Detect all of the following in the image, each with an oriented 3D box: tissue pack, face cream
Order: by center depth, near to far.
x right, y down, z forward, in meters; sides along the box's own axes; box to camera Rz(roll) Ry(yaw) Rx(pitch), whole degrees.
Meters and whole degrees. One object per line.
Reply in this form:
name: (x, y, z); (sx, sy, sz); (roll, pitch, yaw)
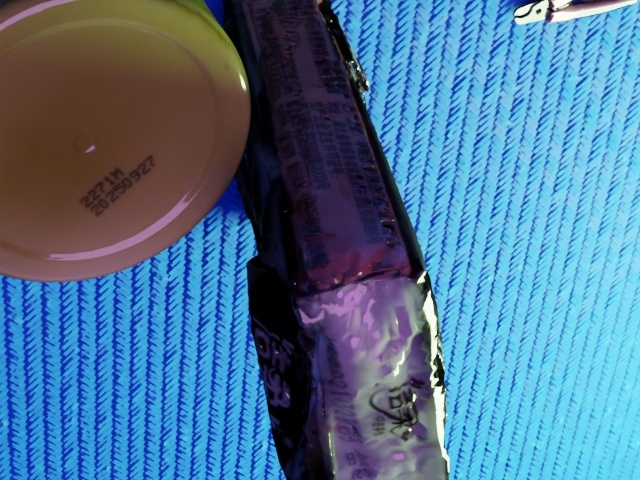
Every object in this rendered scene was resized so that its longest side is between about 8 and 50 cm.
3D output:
face cream: (-0.174, -0.108, 1.006); (0.218, 0.179, 0.218); (-14, 130, -17)
tissue pack: (0.000, 0.000, 1.079); (0.123, 0.332, 0.245); (-13, 133, -2)

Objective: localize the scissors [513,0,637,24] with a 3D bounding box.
scissors: (0.205, -0.193, 1.247); (0.113, 0.012, 0.039); (-16, 131, -15)
